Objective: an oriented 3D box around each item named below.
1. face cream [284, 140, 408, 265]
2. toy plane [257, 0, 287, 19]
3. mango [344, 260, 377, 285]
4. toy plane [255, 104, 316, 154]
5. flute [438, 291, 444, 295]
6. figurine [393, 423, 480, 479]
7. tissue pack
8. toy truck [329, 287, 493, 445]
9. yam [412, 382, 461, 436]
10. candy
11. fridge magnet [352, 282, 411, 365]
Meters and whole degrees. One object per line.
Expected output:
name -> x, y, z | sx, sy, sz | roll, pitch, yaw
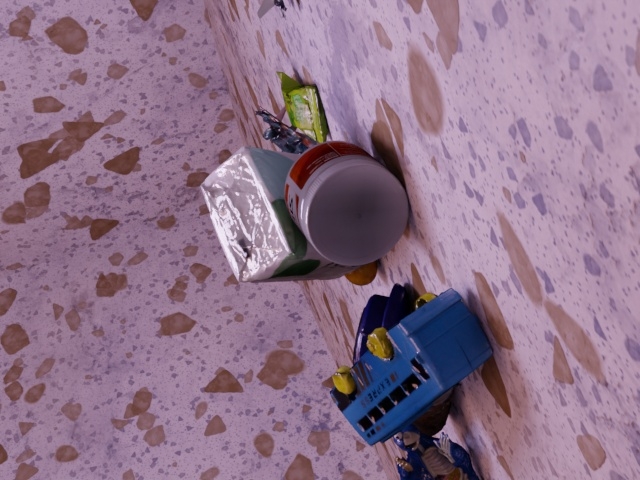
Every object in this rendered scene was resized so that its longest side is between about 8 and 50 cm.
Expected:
face cream -> 0.045, -0.075, 1.622 | 0.187, 0.201, 0.201 | -127, 18, -64
toy plane -> -0.109, -0.577, 1.866 | 0.160, 0.082, 0.234 | 62, -164, -56
mango -> 0.090, 0.048, 2.078 | 0.163, 0.090, 0.111 | -108, -1, -64
toy plane -> -0.072, -0.261, 2.237 | 0.223, 0.104, 0.326 | 39, -169, -31
flute -> 0.220, 0.138, 1.679 | 0.269, 0.014, 0.014 | 93, 155, -73
figurine -> 0.244, 0.467, 1.816 | 0.262, 0.164, 0.120 | 58, -152, -32
tissue pack -> -0.057, -0.050, 1.874 | 0.356, 0.194, 0.266 | 0, -118, -54
toy truck -> 0.152, 0.227, 1.514 | 0.162, 0.161, 0.385 | 52, 148, 13
yam -> 0.221, 0.335, 1.808 | 0.279, 0.131, 0.131 | 81, 166, -62
candy -> -0.052, -0.332, 2.112 | 0.246, 0.069, 0.149 | -127, 20, -62
fridge magnet -> 0.137, 0.222, 1.843 | 0.265, 0.113, 0.265 | 11, -90, -80
